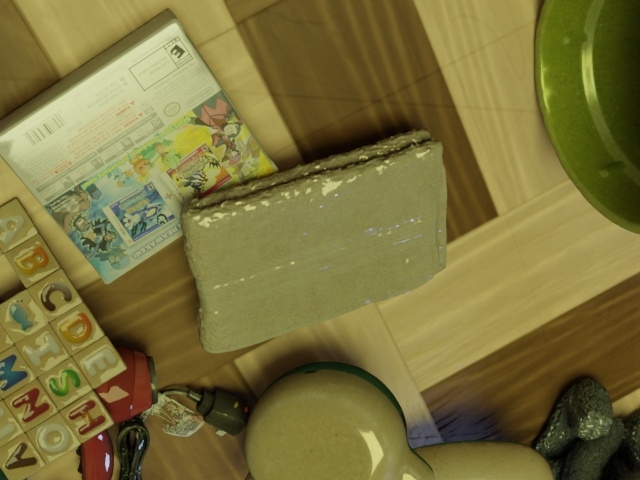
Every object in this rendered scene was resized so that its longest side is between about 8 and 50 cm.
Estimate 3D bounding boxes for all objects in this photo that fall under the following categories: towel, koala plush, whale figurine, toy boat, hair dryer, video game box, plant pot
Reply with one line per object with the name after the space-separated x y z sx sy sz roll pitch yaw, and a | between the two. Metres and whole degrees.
0.000 0.000 1.092 0.282 0.049 0.187 -17 130 -15 | towel
0.370 0.320 1.289 0.196 0.221 0.203 21 108 -27 | koala plush
0.021 0.261 1.177 0.216 0.141 0.272 -11 104 14 | whale figurine
0.155 0.373 1.304 0.267 0.148 0.318 -7 114 2 | toy boat
-0.235 0.211 1.128 0.293 0.080 0.224 32 103 -28 | hair dryer
-0.173 -0.085 1.018 0.205 0.048 0.187 -33 119 0 | video game box
0.394 -0.170 1.050 0.253 0.276 0.276 -18 120 -21 | plant pot

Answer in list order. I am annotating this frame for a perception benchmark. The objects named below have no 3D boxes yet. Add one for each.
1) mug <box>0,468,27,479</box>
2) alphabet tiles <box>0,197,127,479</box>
-0.378 0.272 1.103 0.157 0.097 0.129 7 115 -18 | mug
-0.313 0.110 1.041 0.198 0.009 0.237 -32 97 0 | alphabet tiles
